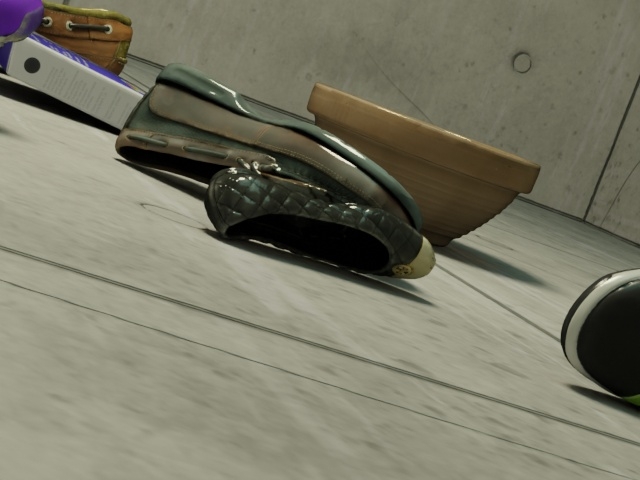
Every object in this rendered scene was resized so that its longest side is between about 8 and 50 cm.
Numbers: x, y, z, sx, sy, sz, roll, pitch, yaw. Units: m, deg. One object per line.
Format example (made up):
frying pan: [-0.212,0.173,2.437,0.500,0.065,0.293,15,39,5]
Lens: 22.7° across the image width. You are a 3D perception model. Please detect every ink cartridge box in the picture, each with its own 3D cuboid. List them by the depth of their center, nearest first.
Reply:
ink cartridge box: [-0.256,-0.166,1.494,0.208,0.045,0.206,29,3,-22]

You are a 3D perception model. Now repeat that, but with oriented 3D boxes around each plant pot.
plant pot: [0.086,-0.065,1.557,0.237,0.110,0.237,21,5,-2]

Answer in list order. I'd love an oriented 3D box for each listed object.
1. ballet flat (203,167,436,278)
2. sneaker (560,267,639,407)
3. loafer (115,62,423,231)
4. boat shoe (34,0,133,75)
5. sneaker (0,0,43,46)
ballet flat: [0.000,0.000,1.032,0.173,0.057,0.049,17,47,-27]
sneaker: [0.255,0.082,0.911,0.234,0.084,0.097,20,7,-8]
loafer: [-0.044,-0.044,1.175,0.267,0.084,0.096,30,-21,37]
boat shoe: [-0.344,-0.237,1.656,0.307,0.104,0.110,17,7,-31]
sneaker: [-0.315,-0.245,1.101,0.293,0.146,0.102,28,27,2]
